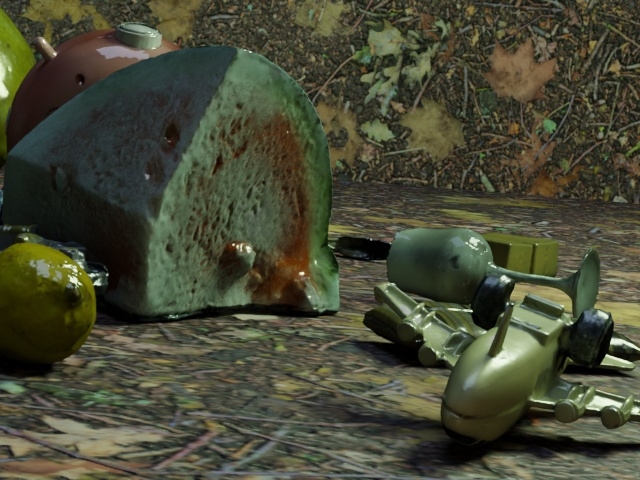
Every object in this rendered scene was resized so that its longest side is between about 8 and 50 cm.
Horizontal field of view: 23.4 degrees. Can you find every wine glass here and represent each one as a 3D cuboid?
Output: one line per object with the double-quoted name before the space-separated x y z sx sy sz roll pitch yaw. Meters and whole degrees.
"wine glass" 0.164 0.031 1.483 0.195 0.079 0.079 9 7 25

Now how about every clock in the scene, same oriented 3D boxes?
"clock" -0.200 -0.098 1.548 0.227 0.241 0.142 8 24 -16

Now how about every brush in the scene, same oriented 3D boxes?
"brush" 0.164 0.009 1.866 0.233 0.047 0.103 10 7 43

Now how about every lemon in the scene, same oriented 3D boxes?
"lemon" -0.191 0.041 1.024 0.082 0.082 0.110 3 2 -26

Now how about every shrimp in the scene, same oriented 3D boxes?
"shrimp" 0.000 0.000 1.769 0.198 0.051 0.262 4 0 -14

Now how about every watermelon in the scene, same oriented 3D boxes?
"watermelon" -0.101 -0.030 1.280 0.319 0.289 0.214 23 41 -10

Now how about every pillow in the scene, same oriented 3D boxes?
"pillow" 0.146 0.074 1.228 0.203 0.038 0.113 4 5 -17

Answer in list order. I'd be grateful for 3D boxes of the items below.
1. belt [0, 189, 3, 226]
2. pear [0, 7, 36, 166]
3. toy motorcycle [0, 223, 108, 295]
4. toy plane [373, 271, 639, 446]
"belt" -0.368 -0.016 1.418 0.190 0.082 0.141 7 11 33
"pear" -0.510 -0.181 1.665 0.413 0.352 0.352 9 6 2
"toy motorcycle" -0.267 0.020 1.205 0.152 0.073 0.225 0 6 -31
"toy plane" 0.124 0.075 0.963 0.229 0.092 0.244 22 8 19
